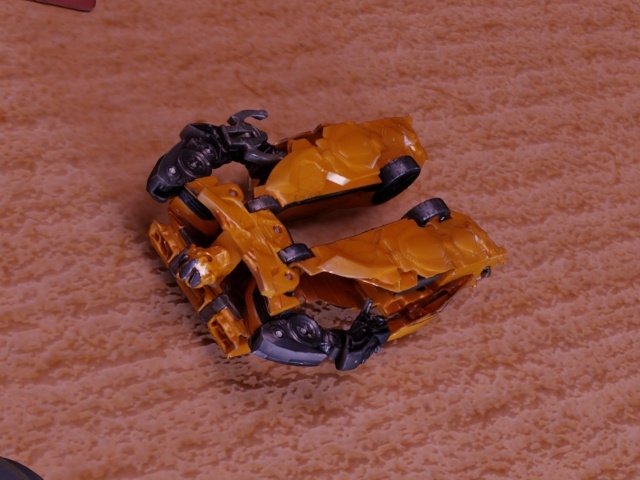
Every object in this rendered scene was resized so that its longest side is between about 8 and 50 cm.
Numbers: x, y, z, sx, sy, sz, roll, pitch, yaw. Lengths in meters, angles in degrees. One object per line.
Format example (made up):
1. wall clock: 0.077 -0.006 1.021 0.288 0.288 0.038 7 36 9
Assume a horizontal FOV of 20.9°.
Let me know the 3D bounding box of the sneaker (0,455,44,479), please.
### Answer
1. sneaker: -0.271 0.107 0.916 0.300 0.121 0.111 22 44 -22

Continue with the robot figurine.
1. robot figurine: 0.000 0.000 1.256 0.291 0.085 0.211 -16 66 -46

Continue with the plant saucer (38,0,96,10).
1. plant saucer: -0.298 -0.306 1.321 0.258 0.048 0.259 8 50 -34
